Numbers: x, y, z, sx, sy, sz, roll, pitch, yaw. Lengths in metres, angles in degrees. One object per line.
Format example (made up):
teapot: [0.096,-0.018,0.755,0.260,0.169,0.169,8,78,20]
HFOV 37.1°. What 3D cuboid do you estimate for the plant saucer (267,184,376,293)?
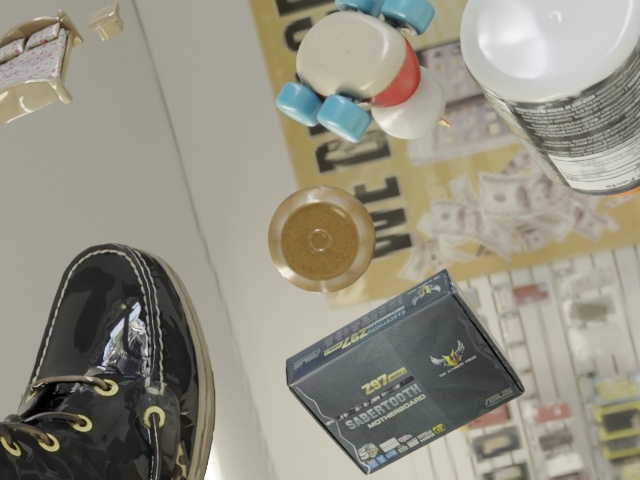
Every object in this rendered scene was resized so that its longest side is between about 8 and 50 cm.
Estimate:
plant saucer: [0.000,0.000,0.723,0.015,0.083,0.083,-45,-59,-81]

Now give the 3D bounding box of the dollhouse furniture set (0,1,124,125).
dollhouse furniture set: [-0.471,-0.241,1.319,0.303,0.355,0.174,-102,-14,-52]

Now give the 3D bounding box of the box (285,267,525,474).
box: [0.101,0.164,1.152,0.183,0.232,0.059,53,-166,-26]

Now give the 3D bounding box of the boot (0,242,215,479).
boot: [-0.196,0.129,0.604,0.284,0.138,0.377,48,-141,-55]

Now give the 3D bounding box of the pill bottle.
pill bottle: [0.206,-0.114,0.734,0.245,0.130,0.130,33,-138,-57]

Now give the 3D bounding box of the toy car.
toy car: [0.099,-0.228,1.435,0.238,0.219,0.210,33,176,-41]
